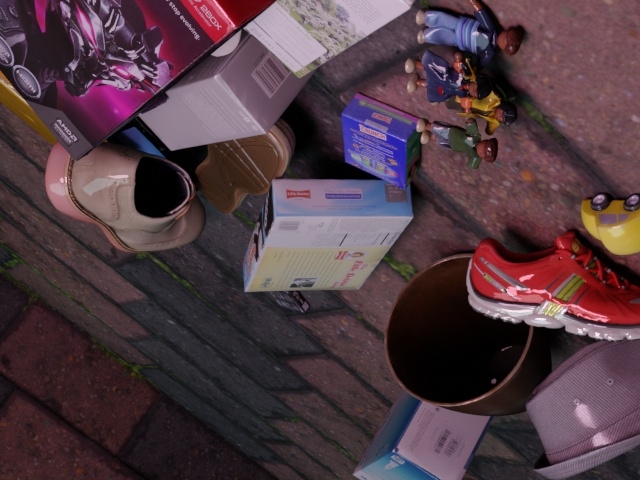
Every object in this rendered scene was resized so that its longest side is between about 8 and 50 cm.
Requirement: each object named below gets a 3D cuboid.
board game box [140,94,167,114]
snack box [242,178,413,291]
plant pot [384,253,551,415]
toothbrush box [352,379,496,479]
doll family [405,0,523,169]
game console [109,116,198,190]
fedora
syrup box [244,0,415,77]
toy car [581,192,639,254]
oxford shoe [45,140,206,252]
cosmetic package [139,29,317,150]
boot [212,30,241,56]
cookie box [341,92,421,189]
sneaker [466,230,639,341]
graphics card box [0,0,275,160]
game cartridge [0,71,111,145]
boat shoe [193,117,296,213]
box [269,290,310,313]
[{"bbox_3d":[-0.330,-0.304,1.278,0.208,0.056,0.347,-3,117,59],"label":"board game box"},{"bbox_3d":[0.000,0.000,1.472,0.187,0.060,0.322,0,160,-12],"label":"snack box"},{"bbox_3d":[0.239,0.161,1.454,0.215,0.215,0.230,13,165,38],"label":"plant pot"},{"bbox_3d":[0.188,0.335,1.803,0.126,0.216,0.295,33,156,0],"label":"toothbrush box"},{"bbox_3d":[0.155,-0.161,1.062,0.111,0.076,0.193,23,152,34],"label":"doll family"},{"bbox_3d":[-0.318,-0.198,1.626,0.213,0.044,0.361,0,141,52],"label":"game console"},{"bbox_3d":[0.376,0.195,1.327,0.124,0.275,0.243,60,-161,8],"label":"fedora"},{"bbox_3d":[0.019,-0.255,1.019,0.093,0.096,0.237,40,155,-16],"label":"syrup box"},{"bbox_3d":[0.404,0.001,1.081,0.225,0.053,0.239,34,157,-2],"label":"toy car"},{"bbox_3d":[-0.247,-0.051,1.534,0.146,0.141,0.397,6,175,19],"label":"oxford shoe"},{"bbox_3d":[-0.127,-0.196,1.285,0.238,0.127,0.107,0,139,50],"label":"cosmetic package"},{"bbox_3d":[-0.101,-0.302,1.116,0.069,0.086,0.190,12,127,-11],"label":"boot"},{"bbox_3d":[0.076,-0.122,1.274,0.091,0.040,0.107,26,156,17],"label":"cookie box"},{"bbox_3d":[0.312,0.049,1.240,0.278,0.118,0.107,7,-168,20],"label":"sneaker"},{"bbox_3d":[-0.227,-0.254,1.075,0.233,0.094,0.371,52,141,-12],"label":"graphics card box"},{"bbox_3d":[-0.462,-0.220,1.687,0.323,0.053,0.285,41,170,-23],"label":"game cartridge"},{"bbox_3d":[-0.092,-0.121,1.427,0.109,0.098,0.302,49,157,-3],"label":"boat shoe"},{"bbox_3d":[-0.065,0.100,1.915,0.067,0.018,0.083,12,149,40],"label":"box"}]
